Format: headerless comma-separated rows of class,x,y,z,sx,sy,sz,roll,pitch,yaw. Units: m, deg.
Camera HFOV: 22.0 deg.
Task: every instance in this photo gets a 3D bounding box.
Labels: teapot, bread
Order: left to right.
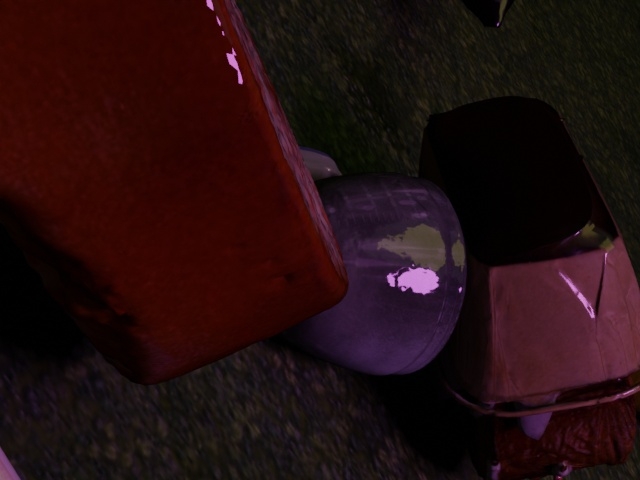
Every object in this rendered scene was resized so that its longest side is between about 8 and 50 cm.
bread,-0.093,-0.093,0.668,0.327,0.114,0.295,66,-1,-49
teapot,0.006,-0.002,0.892,0.108,0.111,0.149,7,64,-35
bread,0.128,0.039,0.980,0.224,0.142,0.212,-103,-179,-54

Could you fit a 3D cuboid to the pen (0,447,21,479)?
pen,-0.105,0.133,0.636,0.239,0.028,0.028,59,25,-4

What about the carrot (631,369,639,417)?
carrot,0.226,0.083,1.257,0.358,0.074,0.074,30,40,-47

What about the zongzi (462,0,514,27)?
zongzi,0.115,-0.342,1.316,0.362,0.319,0.383,-79,153,-58
